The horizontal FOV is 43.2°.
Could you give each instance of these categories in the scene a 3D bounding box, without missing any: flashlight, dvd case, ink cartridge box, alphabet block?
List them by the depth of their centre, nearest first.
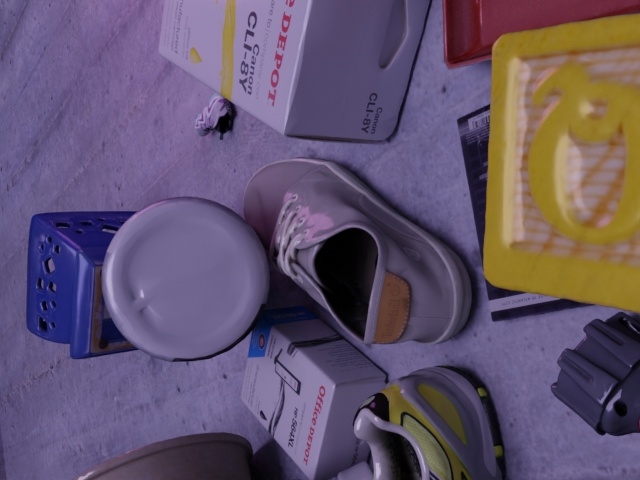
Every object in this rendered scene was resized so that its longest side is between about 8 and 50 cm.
[{"bbox_3d":[0.254,-0.053,0.578,0.193,0.197,0.192,6,97,55],"label":"alphabet block"},{"bbox_3d":[0.305,0.177,0.604,0.304,0.103,0.103,39,126,46],"label":"flashlight"},{"bbox_3d":[0.214,-0.040,0.793,0.164,0.018,0.221,-20,75,53],"label":"dvd case"},{"bbox_3d":[-0.048,-0.316,1.028,0.384,0.160,0.279,39,123,47],"label":"ink cartridge box"},{"bbox_3d":[-0.016,0.198,1.079,0.203,0.085,0.148,35,120,50],"label":"ink cartridge box"}]

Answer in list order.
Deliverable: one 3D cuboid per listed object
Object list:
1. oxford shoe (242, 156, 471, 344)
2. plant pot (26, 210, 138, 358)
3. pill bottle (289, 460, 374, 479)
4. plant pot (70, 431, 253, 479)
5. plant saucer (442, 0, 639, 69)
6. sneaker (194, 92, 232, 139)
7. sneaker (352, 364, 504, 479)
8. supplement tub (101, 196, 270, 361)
[{"bbox_3d":[0.000,0.000,1.010,0.449,0.130,0.169,34,123,52],"label":"oxford shoe"},{"bbox_3d":[-0.390,0.084,1.494,0.212,0.236,0.236,25,111,46],"label":"plant pot"},{"bbox_3d":[-0.055,0.390,0.938,0.176,0.318,0.176,61,176,8],"label":"pill bottle"},{"bbox_3d":[-0.205,0.492,1.154,0.334,0.333,0.305,-55,49,41],"label":"plant pot"},{"bbox_3d":[0.216,-0.307,0.749,0.258,0.047,0.259,-1,91,55],"label":"plant saucer"},{"bbox_3d":[-0.172,-0.187,1.323,0.098,0.038,0.069,-52,51,44],"label":"sneaker"},{"bbox_3d":[0.124,0.328,0.834,0.145,0.147,0.385,-35,65,49],"label":"sneaker"},{"bbox_3d":[-0.184,0.048,1.131,0.338,0.207,0.207,180,88,-81],"label":"supplement tub"}]
